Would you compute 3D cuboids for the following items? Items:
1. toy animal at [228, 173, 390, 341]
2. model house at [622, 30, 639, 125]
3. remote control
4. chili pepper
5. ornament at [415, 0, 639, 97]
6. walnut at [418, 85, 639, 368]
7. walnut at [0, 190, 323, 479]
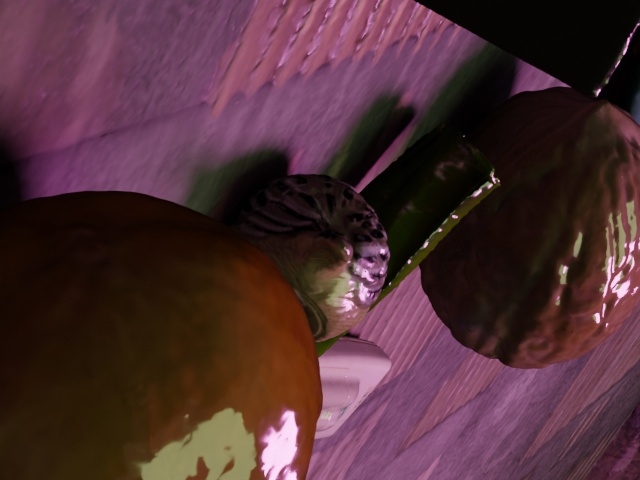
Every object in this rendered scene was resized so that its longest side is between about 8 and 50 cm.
[{"bbox_3d":[0.000,0.000,0.859,0.098,0.098,0.137,-39,178,-32],"label":"toy animal"},{"bbox_3d":[0.383,-0.127,1.409,0.329,0.251,0.295,-67,166,-72],"label":"model house"},{"bbox_3d":[-0.006,0.113,1.144,0.090,0.049,0.230,-51,164,7],"label":"remote control"},{"bbox_3d":[-0.027,0.069,0.986,0.359,0.085,0.076,-47,124,5],"label":"chili pepper"},{"bbox_3d":[0.131,-0.197,0.760,0.153,0.166,0.196,-63,174,35],"label":"ornament"},{"bbox_3d":[0.162,-0.011,1.110,0.178,0.178,0.230,-34,154,-42],"label":"walnut"},{"bbox_3d":[-0.110,0.105,0.667,0.203,0.203,0.298,-32,156,-45],"label":"walnut"}]
